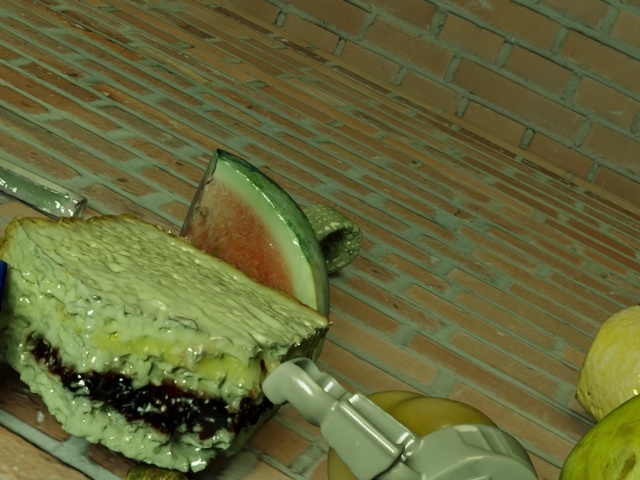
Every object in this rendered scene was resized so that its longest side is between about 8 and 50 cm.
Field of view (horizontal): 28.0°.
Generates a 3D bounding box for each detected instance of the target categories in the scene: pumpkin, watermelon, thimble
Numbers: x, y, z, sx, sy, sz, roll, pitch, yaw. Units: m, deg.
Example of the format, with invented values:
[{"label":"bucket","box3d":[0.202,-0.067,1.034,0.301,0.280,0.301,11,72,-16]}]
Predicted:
[{"label":"pumpkin","box3d":[-0.122,0.204,1.065,0.083,0.028,0.050,35,19,19]},{"label":"watermelon","box3d":[-0.079,0.021,1.470,0.260,0.176,0.256,27,-21,12]},{"label":"thimble","box3d":[0.000,0.000,1.707,0.110,0.084,0.062,-12,36,-41]}]

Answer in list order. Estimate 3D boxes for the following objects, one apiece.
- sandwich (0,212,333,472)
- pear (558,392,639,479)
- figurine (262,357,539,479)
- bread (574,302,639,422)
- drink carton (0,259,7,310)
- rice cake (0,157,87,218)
[{"label":"sandwich","box3d":[-0.154,0.084,1.151,0.262,0.131,0.325,28,9,10]},{"label":"pear","box3d":[0.351,0.248,1.163,0.269,0.269,0.321,26,-7,7]},{"label":"figurine","box3d":[0.097,0.219,1.050,0.343,0.167,0.285,66,-9,-30]},{"label":"bread","box3d":[0.424,0.183,1.580,0.197,0.197,0.170,12,15,-33]},{"label":"drink carton","box3d":[-0.413,0.042,0.989,0.315,0.131,0.106,19,17,-18]},{"label":"rice cake","box3d":[-0.376,-0.078,1.532,0.206,0.036,0.047,24,6,2]}]
